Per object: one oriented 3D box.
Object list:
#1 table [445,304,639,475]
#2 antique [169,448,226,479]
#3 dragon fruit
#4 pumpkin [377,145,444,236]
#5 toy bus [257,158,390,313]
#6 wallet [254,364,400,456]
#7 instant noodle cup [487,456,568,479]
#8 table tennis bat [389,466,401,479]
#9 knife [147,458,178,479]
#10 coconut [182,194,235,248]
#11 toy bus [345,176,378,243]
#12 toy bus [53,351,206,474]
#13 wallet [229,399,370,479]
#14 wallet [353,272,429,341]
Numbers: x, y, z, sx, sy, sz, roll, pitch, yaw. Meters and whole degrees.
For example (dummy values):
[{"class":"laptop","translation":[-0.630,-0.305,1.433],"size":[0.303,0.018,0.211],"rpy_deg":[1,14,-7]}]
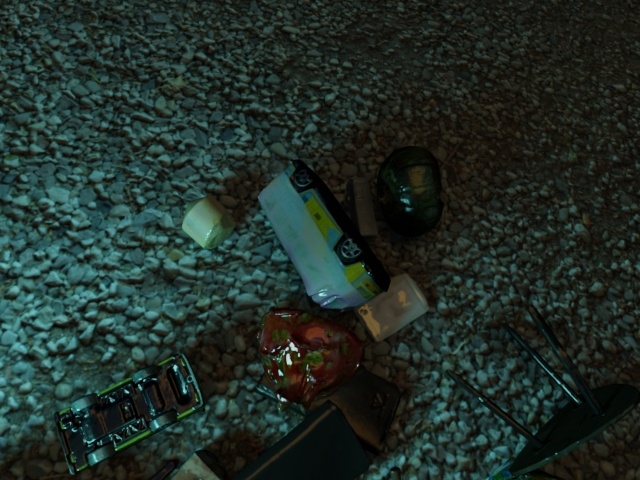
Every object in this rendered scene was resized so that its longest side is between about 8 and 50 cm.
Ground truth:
[{"class":"table","translation":[0.486,0.298,0.958],"size":[0.317,0.317,0.249],"rpy_deg":[-30,67,-19]},{"class":"antique","translation":[-0.273,0.512,0.853],"size":[0.088,0.086,0.183],"rpy_deg":[40,67,8]},{"class":"dragon fruit","translation":[-0.034,0.267,0.927],"size":[0.261,0.134,0.212],"rpy_deg":[15,63,1]},{"class":"pumpkin","translation":[0.229,-0.126,1.131],"size":[0.159,0.238,0.238],"rpy_deg":[-3,68,-6]},{"class":"toy bus","translation":[0.000,0.000,1.030],"size":[0.162,0.171,0.386],"rpy_deg":[-39,59,11]},{"class":"wallet","translation":[0.026,0.344,0.994],"size":[0.317,0.045,0.173],"rpy_deg":[27,62,5]},{"class":"instant noodle cup","translation":[0.476,0.593,0.888],"size":[0.240,0.178,0.240],"rpy_deg":[3,66,-7]},{"class":"table tennis bat","translation":[0.135,0.570,0.938],"size":[0.107,0.119,0.170],"rpy_deg":[-5,87,-41]},{"class":"knife","translation":[-0.342,0.503,0.884],"size":[0.031,0.018,0.121],"rpy_deg":[39,66,16]},{"class":"coconut","translation":[-0.287,-0.051,1.077],"size":[0.122,0.116,0.116],"rpy_deg":[44,68,6]},{"class":"toy bus","translation":[0.111,-0.084,1.175],"size":[0.064,0.075,0.191],"rpy_deg":[-3,68,-9]},{"class":"toy bus","translation":[-0.369,0.342,0.876],"size":[0.262,0.150,0.128],"rpy_deg":[-25,74,-13]},{"class":"wallet","translation":[-0.081,0.505,0.858],"size":[0.377,0.051,0.197],"rpy_deg":[-33,109,-17]},{"class":"wallet","translation":[0.181,0.169,1.102],"size":[0.182,0.032,0.124],"rpy_deg":[-28,74,-21]}]
